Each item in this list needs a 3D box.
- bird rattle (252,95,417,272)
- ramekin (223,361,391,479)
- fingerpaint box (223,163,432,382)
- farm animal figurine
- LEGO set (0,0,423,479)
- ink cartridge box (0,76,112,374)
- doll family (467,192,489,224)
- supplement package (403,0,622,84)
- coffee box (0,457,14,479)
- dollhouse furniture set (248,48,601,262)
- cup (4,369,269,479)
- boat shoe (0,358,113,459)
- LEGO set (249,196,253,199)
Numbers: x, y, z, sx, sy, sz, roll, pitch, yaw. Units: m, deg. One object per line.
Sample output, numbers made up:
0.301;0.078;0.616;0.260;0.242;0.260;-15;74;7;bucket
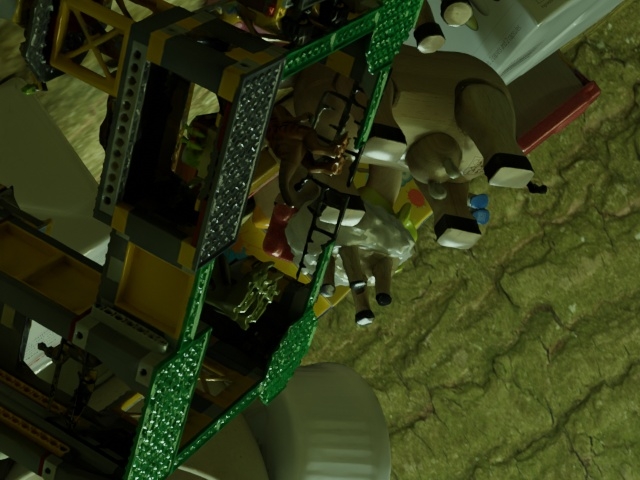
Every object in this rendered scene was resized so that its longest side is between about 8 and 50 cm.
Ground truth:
0.029;-0.083;1.400;0.207;0.253;0.143;7;-176;-10;bird rattle
-0.048;0.290;1.724;0.135;0.277;0.277;10;145;-37;ramekin
0.000;0.000;1.892;0.445;0.163;0.371;-42;179;-42;fingerpaint box
0.021;-0.120;0.905;0.327;0.172;0.330;26;129;-37;farm animal figurine
-0.102;-0.039;0.675;0.255;0.192;0.331;-44;156;-48;LEGO set
-0.245;0.035;0.924;0.207;0.119;0.353;-36;175;-13;ink cartridge box
0.179;-0.144;2.081;0.118;0.263;0.163;2;-172;-35;doll family
0.167;-0.236;1.047;0.204;0.145;0.262;-36;176;-12;supplement package
-0.426;0.250;1.586;0.168;0.119;0.297;-63;168;15;coffee box
0.067;-0.108;1.308;0.374;0.201;0.152;-37;176;7;dollhouse furniture set
-0.209;0.271;1.607;0.331;0.331;0.237;-38;-150;31;cup
-0.337;0.137;1.472;0.113;0.127;0.340;7;-152;29;boat shoe
-0.118;-0.060;1.624;0.182;0.060;0.244;-24;-178;32;LEGO set
